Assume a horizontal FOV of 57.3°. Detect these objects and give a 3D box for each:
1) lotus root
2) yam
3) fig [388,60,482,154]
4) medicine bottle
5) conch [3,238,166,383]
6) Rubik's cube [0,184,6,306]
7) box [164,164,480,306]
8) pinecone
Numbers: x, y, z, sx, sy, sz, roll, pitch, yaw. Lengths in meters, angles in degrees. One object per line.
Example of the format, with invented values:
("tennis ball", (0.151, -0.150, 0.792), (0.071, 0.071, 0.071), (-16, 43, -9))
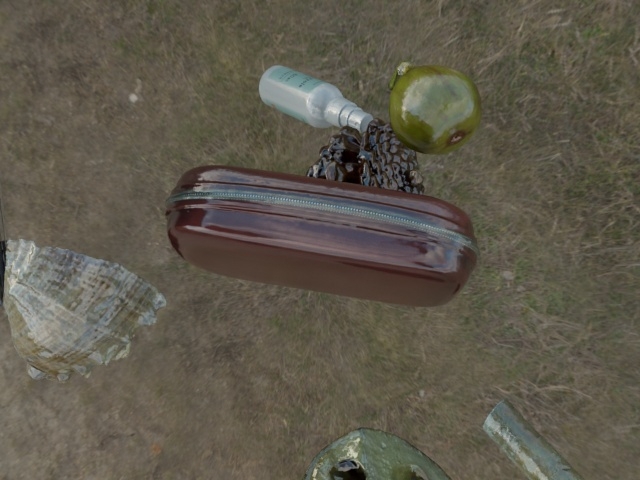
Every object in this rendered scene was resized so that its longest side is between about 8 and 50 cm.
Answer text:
("lotus root", (0.104, 0.440, 0.982), (0.210, 0.142, 0.314), (-35, 123, 17))
("yam", (0.474, 0.477, 1.286), (0.093, 0.093, 0.259), (-41, 55, -3))
("fig", (0.179, -0.229, 0.944), (0.142, 0.148, 0.186), (-20, 73, 18))
("medicine bottle", (-0.008, -0.334, 1.428), (0.352, 0.110, 0.110), (32, 86, 39))
("conch", (-0.441, 0.140, 1.047), (0.297, 0.352, 0.210), (-13, 63, 22))
("Rubik's cube", (-0.480, -0.089, 0.554), (0.305, 0.304, 0.300), (-5, 104, -25))
("box", (0.000, 0.000, 0.778), (0.404, 0.263, 0.108), (9, 73, 2))
("pinecone", (0.086, -0.101, 1.212), (0.242, 0.296, 0.298), (35, 53, -4))
